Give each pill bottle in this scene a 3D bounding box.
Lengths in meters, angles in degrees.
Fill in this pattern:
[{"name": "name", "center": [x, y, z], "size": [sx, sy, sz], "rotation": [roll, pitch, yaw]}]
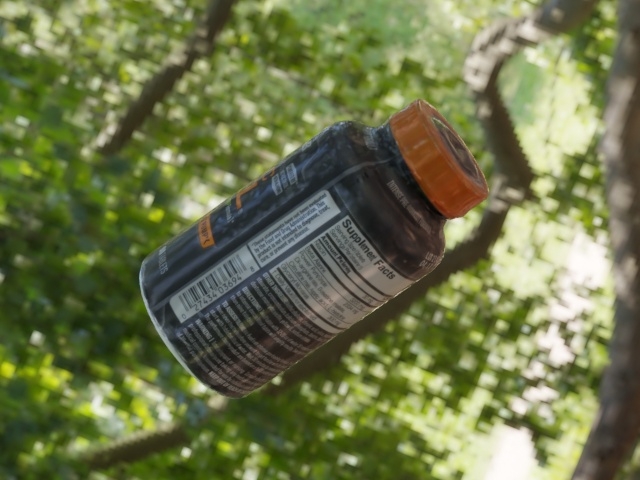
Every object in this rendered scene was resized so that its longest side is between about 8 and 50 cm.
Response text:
[{"name": "pill bottle", "center": [0.000, 0.000, 1.184], "size": [0.246, 0.130, 0.130], "rotation": [-35, 5, 15]}]
